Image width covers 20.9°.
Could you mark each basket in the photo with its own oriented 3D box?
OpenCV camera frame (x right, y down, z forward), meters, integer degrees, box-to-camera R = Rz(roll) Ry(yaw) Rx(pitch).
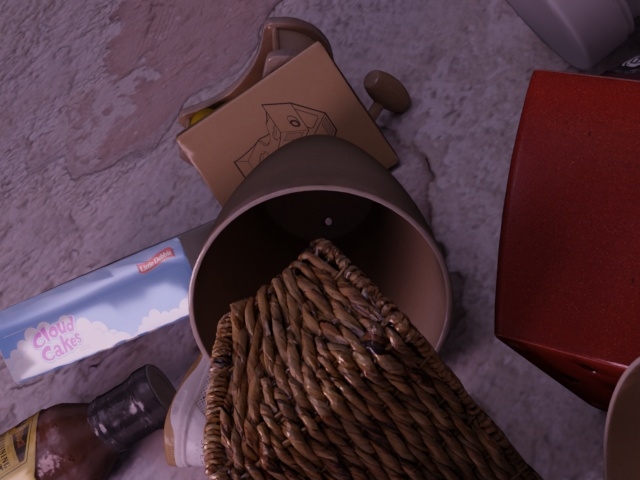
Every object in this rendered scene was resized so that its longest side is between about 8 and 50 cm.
[{"bbox_3d":[0.016,0.174,1.538,0.223,0.299,0.213,-43,38,-2],"label":"basket"}]

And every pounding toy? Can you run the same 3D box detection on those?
[{"bbox_3d":[-0.045,-0.147,2.016,0.269,0.154,0.155,-26,40,19],"label":"pounding toy"}]

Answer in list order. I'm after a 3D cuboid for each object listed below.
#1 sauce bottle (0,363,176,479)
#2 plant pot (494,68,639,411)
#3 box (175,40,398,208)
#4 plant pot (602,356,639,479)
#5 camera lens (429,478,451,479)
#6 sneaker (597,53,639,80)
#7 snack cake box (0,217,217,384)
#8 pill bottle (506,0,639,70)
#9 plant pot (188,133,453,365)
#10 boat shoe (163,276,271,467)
[{"bbox_3d":[-0.308,0.249,1.895,0.344,0.111,0.111,-33,39,9],"label":"sauce bottle"},{"bbox_3d":[0.304,0.029,1.494,0.267,0.267,0.236,14,75,46],"label":"plant pot"},{"bbox_3d":[-0.039,-0.105,1.971,0.201,0.164,0.021,-32,12,11],"label":"box"},{"bbox_3d":[0.363,0.200,1.288,0.191,0.284,0.284,-12,34,-19],"label":"plant pot"},{"bbox_3d":[0.094,0.345,1.375,0.274,0.219,0.219,-50,39,-11],"label":"camera lens"},{"bbox_3d":[0.370,-0.130,1.700,0.281,0.106,0.162,15,48,35],"label":"sneaker"},{"bbox_3d":[-0.221,0.066,1.954,0.264,0.089,0.152,-22,4,22],"label":"snack cake box"},{"bbox_3d":[0.368,-0.376,1.833,0.392,0.224,0.224,-42,38,0],"label":"pill bottle"},{"bbox_3d":[0.000,0.000,1.793,0.256,0.256,0.274,-30,24,14],"label":"plant pot"},{"bbox_3d":[-0.078,0.135,1.836,0.096,0.098,0.277,9,48,14],"label":"boat shoe"}]
